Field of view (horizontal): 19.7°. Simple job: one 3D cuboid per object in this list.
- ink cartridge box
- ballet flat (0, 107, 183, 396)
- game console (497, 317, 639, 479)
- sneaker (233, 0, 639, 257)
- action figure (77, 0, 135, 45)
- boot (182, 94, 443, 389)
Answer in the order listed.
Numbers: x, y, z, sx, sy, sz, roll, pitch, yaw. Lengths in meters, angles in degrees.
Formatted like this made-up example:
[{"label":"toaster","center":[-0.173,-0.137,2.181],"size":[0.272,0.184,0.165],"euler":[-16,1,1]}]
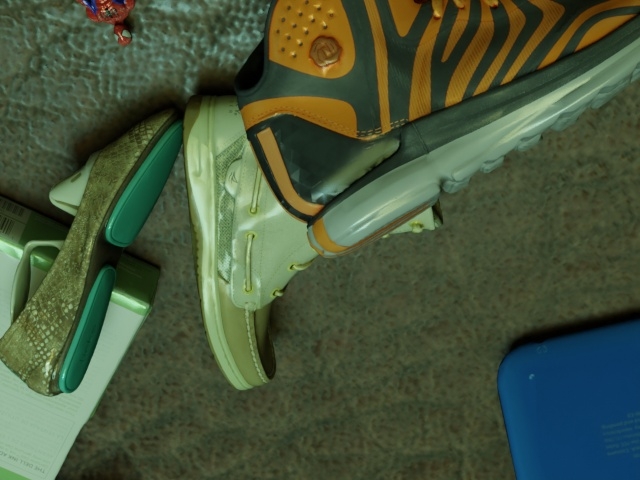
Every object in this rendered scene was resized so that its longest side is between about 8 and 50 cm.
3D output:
[{"label":"ink cartridge box","center":[-0.239,0.086,1.308],"size":[0.171,0.056,0.235],"euler":[25,119,-10]},{"label":"ballet flat","center":[-0.157,-0.001,1.210],"size":[0.067,0.073,0.206],"euler":[21,80,13]},{"label":"game console","center":[0.296,0.181,1.306],"size":[0.293,0.173,0.250],"euler":[-13,74,10]},{"label":"sneaker","center":[0.091,-0.141,1.118],"size":[0.321,0.124,0.180],"euler":[-30,85,-6]},{"label":"action figure","center":[-0.148,-0.174,1.173],"size":[0.038,0.030,0.115],"euler":[-22,118,10]},{"label":"boot","center":[0.000,0.000,1.231],"size":[0.165,0.077,0.213],"euler":[-4,114,5]}]
